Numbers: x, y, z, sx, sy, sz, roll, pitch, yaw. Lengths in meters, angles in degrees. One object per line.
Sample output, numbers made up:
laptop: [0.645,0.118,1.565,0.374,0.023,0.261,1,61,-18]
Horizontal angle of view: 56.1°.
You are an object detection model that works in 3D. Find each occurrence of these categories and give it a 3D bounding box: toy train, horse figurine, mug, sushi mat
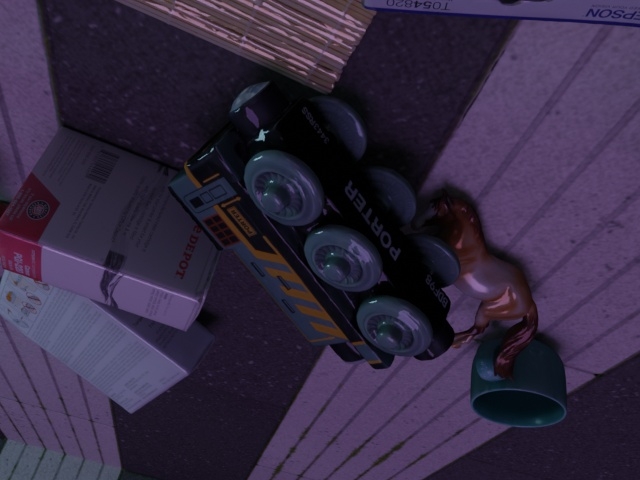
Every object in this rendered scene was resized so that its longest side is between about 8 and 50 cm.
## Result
toy train: [0.000,0.000,0.613,0.190,0.142,0.334,-17,120,43]
horse figurine: [0.174,0.059,0.720,0.263,0.066,0.174,39,123,-17]
mug: [0.280,0.188,0.848,0.130,0.097,0.157,5,143,12]
sushi mat: [-0.106,-0.229,0.471,0.317,0.019,0.151,21,145,-11]

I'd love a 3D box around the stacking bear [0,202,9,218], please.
stacking bear: [-0.479,-0.083,0.684,0.175,0.164,0.289,15,140,-2]

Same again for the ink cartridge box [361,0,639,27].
ink cartridge box: [0.135,-0.208,0.351,0.223,0.045,0.224,5,170,2]

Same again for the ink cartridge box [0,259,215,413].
ink cartridge box: [-0.404,0.123,1.026,0.385,0.091,0.308,42,139,-9]

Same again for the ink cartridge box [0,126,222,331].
ink cartridge box: [-0.221,-0.012,0.684,0.218,0.158,0.092,20,142,-9]
